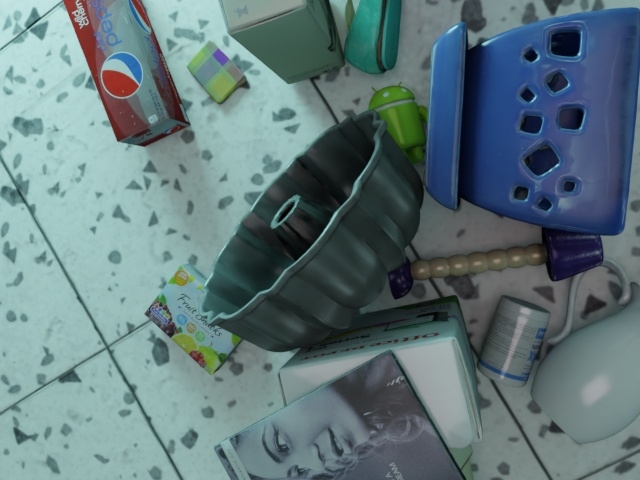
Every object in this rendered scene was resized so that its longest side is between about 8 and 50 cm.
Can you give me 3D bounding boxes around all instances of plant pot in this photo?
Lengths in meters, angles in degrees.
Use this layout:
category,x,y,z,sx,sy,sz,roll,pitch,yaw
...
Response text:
category,x,y,z,sx,sy,sz,roll,pitch,yaw
plant pot,0.236,-0.135,0.773,0.212,0.236,0.236,4,96,13

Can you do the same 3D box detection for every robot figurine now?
category,x,y,z,sx,sy,sz,roll,pitch,yaw
robot figurine,0.104,-0.158,0.886,0.101,0.067,0.115,-15,91,-15

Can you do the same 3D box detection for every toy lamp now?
category,x,y,z,sx,sy,sz,roll,pitch,yaw
toy lamp,0.229,0.029,0.866,0.274,0.080,0.080,-11,91,13

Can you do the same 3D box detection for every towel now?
category,x,y,z,sx,sy,sz,roll,pitch,yaw
towel,-0.156,-0.250,0.966,0.060,0.009,0.083,-44,83,12

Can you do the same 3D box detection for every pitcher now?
category,x,y,z,sx,sy,sz,roll,pitch,yaw
pitcher,0.356,0.139,0.834,0.207,0.125,0.178,-47,55,7

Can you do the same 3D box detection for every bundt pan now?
category,x,y,z,sx,sy,sz,roll,pitch,yaw
bundt pan,0.000,0.000,0.809,0.124,0.331,0.331,39,102,-19

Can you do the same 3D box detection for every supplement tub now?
category,x,y,z,sx,sy,sz,roll,pitch,yaw
supplement tub,0.258,0.135,0.869,0.071,0.071,0.107,19,98,10

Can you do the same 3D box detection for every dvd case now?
category,x,y,z,sx,sy,sz,roll,pitch,yaw
dvd case,0.018,0.236,0.669,0.221,0.018,0.165,-31,85,13

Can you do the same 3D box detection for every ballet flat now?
category,x,y,z,sx,sy,sz,roll,pitch,yaw
ballet flat,0.077,-0.352,0.877,0.087,0.083,0.247,14,95,25

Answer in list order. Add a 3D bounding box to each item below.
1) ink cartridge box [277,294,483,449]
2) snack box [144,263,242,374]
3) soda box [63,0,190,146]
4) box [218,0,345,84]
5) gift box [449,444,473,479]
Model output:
category,x,y,z,sx,sy,sz,roll,pitch,yaw
ink cartridge box,0.085,0.161,0.802,0.201,0.278,0.117,-13,92,13
snack box,-0.182,0.118,0.980,0.141,0.037,0.100,40,99,7
soda box,-0.290,-0.277,0.956,0.092,0.083,0.263,-21,88,12
box,-0.044,-0.283,0.804,0.094,0.275,0.113,-15,91,11
gift box,0.065,0.358,0.841,0.255,0.276,0.258,-10,95,26
